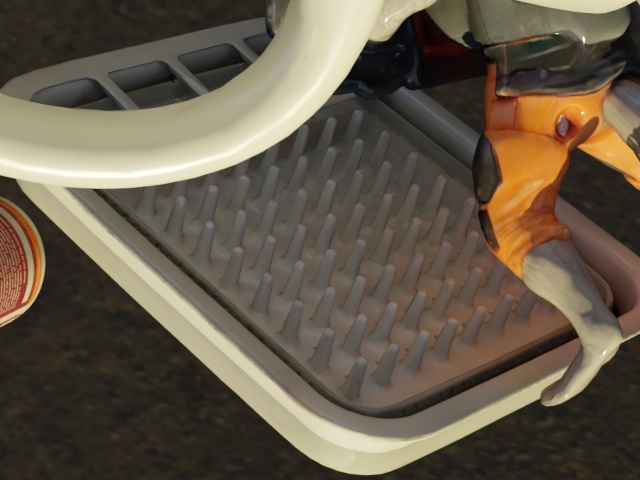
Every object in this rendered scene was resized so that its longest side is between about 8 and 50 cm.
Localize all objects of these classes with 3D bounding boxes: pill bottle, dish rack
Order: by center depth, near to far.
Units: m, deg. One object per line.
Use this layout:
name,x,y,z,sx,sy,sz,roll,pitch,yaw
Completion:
dish rack,0.000,0.000,1.082,0.333,0.285,0.072,40,129,29
pill bottle,-0.226,0.023,1.101,0.086,0.152,0.086,2,100,14

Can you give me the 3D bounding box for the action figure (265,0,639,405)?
action figure,0.166,-0.117,1.031,0.178,0.341,0.330,-27,87,60

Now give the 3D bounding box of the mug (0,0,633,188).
mug,-0.052,-0.191,0.564,0.276,0.328,0.374,-106,30,-65
